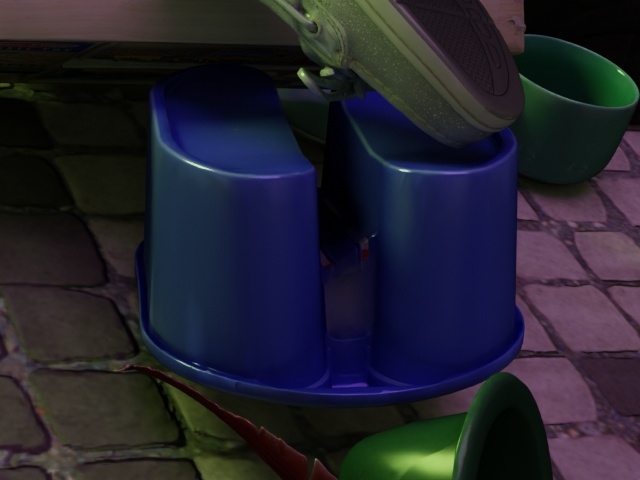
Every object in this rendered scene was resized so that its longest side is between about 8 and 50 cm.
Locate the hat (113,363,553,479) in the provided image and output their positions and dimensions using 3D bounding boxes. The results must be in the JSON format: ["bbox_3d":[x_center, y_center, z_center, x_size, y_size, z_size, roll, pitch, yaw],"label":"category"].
[{"bbox_3d":[0.020,0.151,0.859,0.183,0.208,0.173,-2,9,24],"label":"hat"}]

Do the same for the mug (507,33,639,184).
[{"bbox_3d":[0.192,-0.114,1.374,0.158,0.097,0.129,19,31,1],"label":"mug"}]

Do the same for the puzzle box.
[{"bbox_3d":[-0.088,-0.152,1.149,0.409,0.052,0.272,-1,-1,-22],"label":"puzzle box"}]

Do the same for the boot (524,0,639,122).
[{"bbox_3d":[0.204,-0.255,1.567,0.377,0.138,0.284,9,27,-27],"label":"boot"}]

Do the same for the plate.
[{"bbox_3d":[0.020,-0.116,1.354,0.188,0.024,0.188,14,30,-9],"label":"plate"}]

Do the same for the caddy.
[{"bbox_3d":[0.000,0.000,1.007,0.241,0.179,0.341,-2,20,-7],"label":"caddy"}]

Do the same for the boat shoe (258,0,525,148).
[{"bbox_3d":[-0.005,-0.159,0.954,0.320,0.103,0.118,44,27,20],"label":"boat shoe"}]
